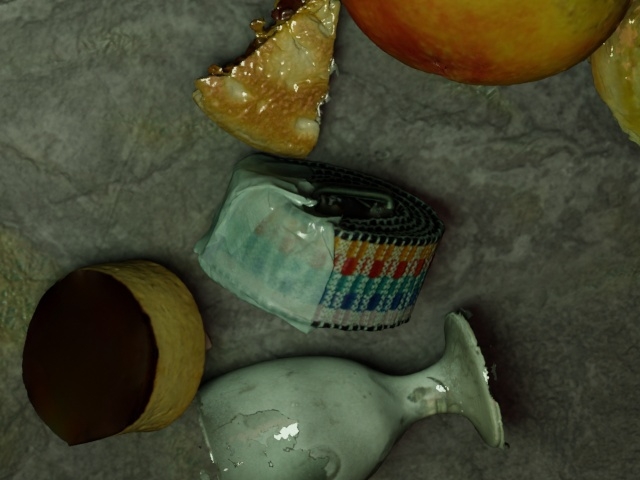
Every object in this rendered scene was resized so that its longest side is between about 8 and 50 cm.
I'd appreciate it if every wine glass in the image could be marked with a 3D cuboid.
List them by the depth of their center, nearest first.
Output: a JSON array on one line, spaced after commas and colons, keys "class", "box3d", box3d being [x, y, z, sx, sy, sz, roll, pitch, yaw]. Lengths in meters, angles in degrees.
[{"class": "wine glass", "box3d": [0.025, 0.205, 1.877, 0.357, 0.190, 0.190, -17, 116, -9]}]

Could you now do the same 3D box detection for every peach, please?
[{"class": "peach", "box3d": [0.167, -0.334, 1.604, 0.373, 0.290, 0.372, -5, 116, -10]}]

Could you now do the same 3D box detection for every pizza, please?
[{"class": "pizza", "box3d": [-0.043, -0.193, 1.748, 0.154, 0.069, 0.194, 27, 99, -22]}]

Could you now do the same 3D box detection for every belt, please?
[{"class": "belt", "box3d": [0.000, 0.000, 1.765, 0.257, 0.207, 0.150, 6, 112, -33]}]

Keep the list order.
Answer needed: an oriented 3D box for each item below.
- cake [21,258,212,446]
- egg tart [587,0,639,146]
[{"class": "cake", "box3d": [-0.204, 0.124, 1.804, 0.178, 0.185, 0.207, 13, 93, -56]}, {"class": "egg tart", "box3d": [0.428, -0.237, 1.803, 0.315, 0.120, 0.315, -5, 116, -10]}]
